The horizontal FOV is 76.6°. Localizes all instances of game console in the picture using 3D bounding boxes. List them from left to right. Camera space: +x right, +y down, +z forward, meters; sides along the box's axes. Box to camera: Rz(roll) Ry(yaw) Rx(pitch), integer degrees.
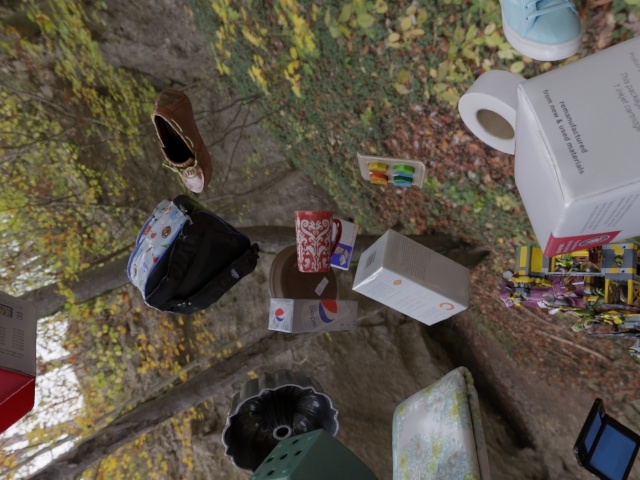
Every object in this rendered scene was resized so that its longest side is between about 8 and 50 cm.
[{"bbox_3d":[0.547,0.385,0.770,0.071,0.122,0.107,14,144,50],"label":"game console"}]

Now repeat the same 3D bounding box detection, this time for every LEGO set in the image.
[{"bbox_3d":[0.492,0.125,0.690,0.331,0.255,0.192,16,-101,-34],"label":"LEGO set"}]

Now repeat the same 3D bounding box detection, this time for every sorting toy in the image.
[{"bbox_3d":[0.218,-0.210,1.260,0.193,0.208,0.038,49,-126,-74],"label":"sorting toy"}]

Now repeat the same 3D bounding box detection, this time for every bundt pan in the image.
[{"bbox_3d":[-0.116,0.509,1.173,0.331,0.331,0.124,64,177,-24],"label":"bundt pan"}]

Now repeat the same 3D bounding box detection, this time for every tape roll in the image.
[{"bbox_3d":[0.592,-0.408,1.312,0.286,0.100,0.286,40,180,0],"label":"tape roll"}]

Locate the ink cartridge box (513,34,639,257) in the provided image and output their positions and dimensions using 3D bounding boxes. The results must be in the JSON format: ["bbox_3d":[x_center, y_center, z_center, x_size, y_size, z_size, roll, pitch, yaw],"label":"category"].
[{"bbox_3d":[0.358,-0.100,0.379,0.226,0.306,0.131,32,-138,-62],"label":"ink cartridge box"}]

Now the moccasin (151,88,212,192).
[{"bbox_3d":[-0.433,-0.278,1.277,0.380,0.139,0.147,104,-175,-59],"label":"moccasin"}]

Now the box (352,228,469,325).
[{"bbox_3d":[0.326,0.140,1.463,0.345,0.215,0.168,26,-126,-12],"label":"box"}]

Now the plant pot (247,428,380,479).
[{"bbox_3d":[0.006,0.423,0.610,0.234,0.165,0.165,59,-146,2],"label":"plant pot"}]

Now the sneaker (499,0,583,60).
[{"bbox_3d":[0.439,-0.535,0.841,0.150,0.135,0.366,49,-152,-57],"label":"sneaker"}]

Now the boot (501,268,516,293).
[{"bbox_3d":[0.542,0.078,1.095,0.037,0.114,0.106,39,165,43],"label":"boot"}]

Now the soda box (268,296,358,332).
[{"bbox_3d":[-0.012,0.216,1.188,0.286,0.098,0.091,11,-101,-46],"label":"soda box"}]

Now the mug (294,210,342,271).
[{"bbox_3d":[0.000,0.000,1.149,0.113,0.150,0.169,-168,78,-77],"label":"mug"}]

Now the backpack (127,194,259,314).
[{"bbox_3d":[-0.338,0.042,1.008,0.213,0.263,0.276,27,171,39],"label":"backpack"}]

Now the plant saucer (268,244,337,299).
[{"bbox_3d":[-0.045,0.144,1.333,0.278,0.041,0.278,15,-114,-36],"label":"plant saucer"}]

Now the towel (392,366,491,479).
[{"bbox_3d":[0.331,0.590,1.150,0.090,0.320,0.374,28,-140,-16],"label":"towel"}]

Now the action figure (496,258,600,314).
[{"bbox_3d":[0.692,0.143,1.133,0.275,0.248,0.370,38,165,-11],"label":"action figure"}]

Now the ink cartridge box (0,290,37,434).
[{"bbox_3d":[-0.731,0.291,0.798,0.272,0.309,0.130,53,-178,40],"label":"ink cartridge box"}]

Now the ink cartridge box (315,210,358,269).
[{"bbox_3d":[0.042,0.001,1.720,0.045,0.208,0.206,162,124,-70],"label":"ink cartridge box"}]
